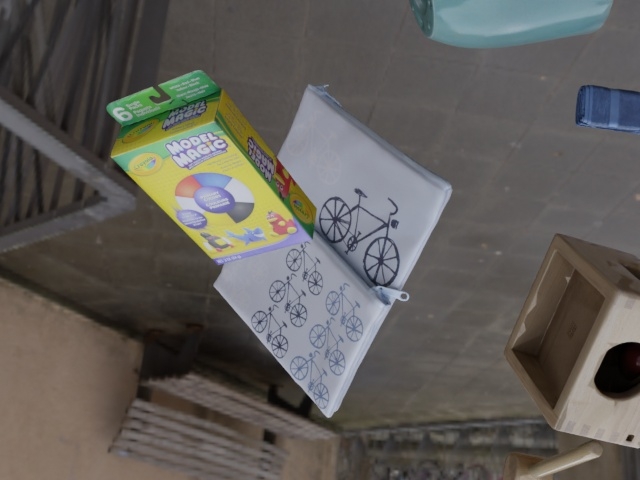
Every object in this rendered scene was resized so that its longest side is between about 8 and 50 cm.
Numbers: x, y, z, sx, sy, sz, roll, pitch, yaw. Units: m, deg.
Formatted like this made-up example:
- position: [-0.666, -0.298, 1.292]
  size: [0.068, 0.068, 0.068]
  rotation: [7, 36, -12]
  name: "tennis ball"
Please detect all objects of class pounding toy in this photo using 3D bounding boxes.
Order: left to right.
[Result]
- position: [0.229, 0.127, 0.683]
  size: [0.094, 0.206, 0.181]
  rotation: [15, -162, -12]
  name: "pounding toy"

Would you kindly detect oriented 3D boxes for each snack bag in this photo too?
- position: [0.000, 0.000, 1.079]
  size: [0.037, 0.323, 0.342]
  rotation: [10, 114, -42]
  name: "snack bag"

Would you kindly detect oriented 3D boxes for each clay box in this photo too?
- position: [-0.112, -0.067, 0.845]
  size: [0.127, 0.053, 0.222]
  rotation: [-15, 138, 25]
  name: "clay box"

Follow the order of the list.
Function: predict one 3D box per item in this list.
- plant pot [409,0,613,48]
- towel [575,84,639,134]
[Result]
- position: [0.241, -0.408, 1.162]
  size: [0.235, 0.293, 0.293]
  rotation: [-16, 155, -1]
  name: "plant pot"
- position: [0.462, -0.207, 1.294]
  size: [0.120, 0.067, 0.029]
  rotation: [6, 178, -7]
  name: "towel"
